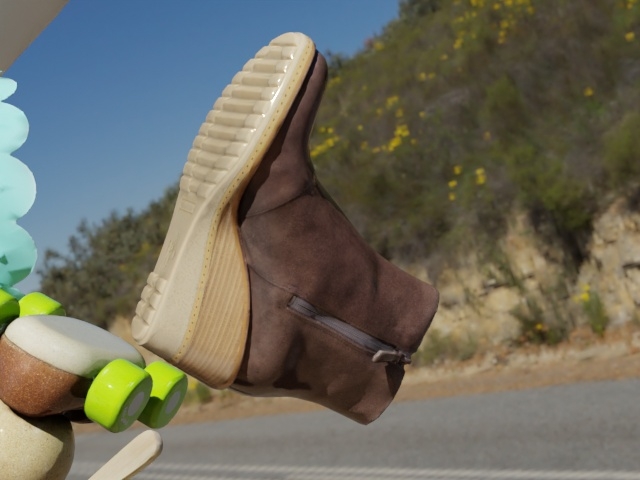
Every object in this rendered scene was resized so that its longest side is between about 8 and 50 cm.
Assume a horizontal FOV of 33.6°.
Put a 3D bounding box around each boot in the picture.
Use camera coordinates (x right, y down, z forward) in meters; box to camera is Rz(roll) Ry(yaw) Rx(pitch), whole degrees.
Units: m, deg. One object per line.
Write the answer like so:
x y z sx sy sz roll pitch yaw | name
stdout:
0.000 0.000 0.753 0.207 0.248 0.090 21 8 -29 | boot

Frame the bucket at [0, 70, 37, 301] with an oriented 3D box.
-0.381 -0.027 0.975 0.183 0.281 0.281 -3 -6 -27 | bucket

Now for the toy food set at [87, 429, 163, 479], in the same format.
-0.089 0.208 0.568 0.132 0.192 0.038 -39 -35 23 | toy food set

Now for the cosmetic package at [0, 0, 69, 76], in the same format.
-0.482 -0.387 1.112 0.329 0.393 0.327 115 180 -46 | cosmetic package

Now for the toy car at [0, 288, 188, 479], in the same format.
-0.224 0.153 0.830 0.155 0.188 0.149 27 -1 16 | toy car
